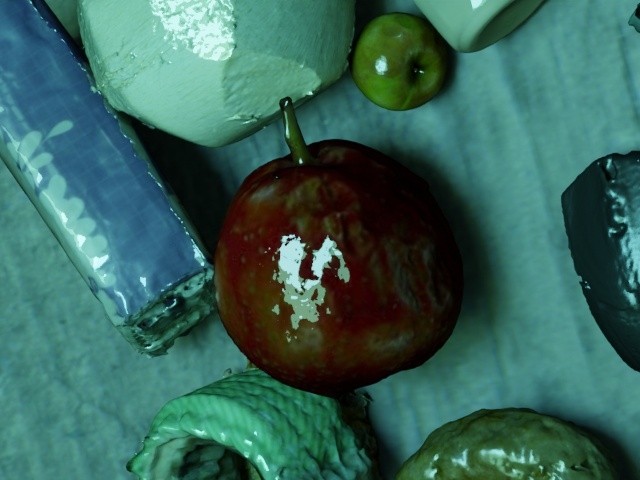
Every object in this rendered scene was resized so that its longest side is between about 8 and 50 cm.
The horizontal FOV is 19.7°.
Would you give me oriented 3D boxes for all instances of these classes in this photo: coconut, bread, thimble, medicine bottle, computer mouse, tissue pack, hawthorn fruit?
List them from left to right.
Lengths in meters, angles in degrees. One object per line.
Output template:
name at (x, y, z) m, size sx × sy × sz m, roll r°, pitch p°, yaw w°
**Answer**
tissue pack at (-0.222, -0.061, 1.777) m, size 0.125 × 0.242 × 0.343 m, roll -34°, pitch 81°, yaw -7°
coconut at (-0.083, -0.215, 1.648) m, size 0.247 × 0.245 × 0.245 m, roll -27°, pitch 86°, yaw 40°
thimble at (-0.064, 0.232, 1.744) m, size 0.219 × 0.150 × 0.219 m, roll 12°, pitch 110°, yaw 35°
hawthorn fruit at (0.000, 0.000, 1.635) m, size 0.210 × 0.230 × 0.266 m, roll -6°, pitch 116°, yaw 44°
medicine bottle at (0.088, -0.288, 1.602) m, size 0.252 × 0.114 × 0.114 m, roll 51°, pitch 122°, yaw 13°
bread at (0.179, 0.257, 1.665) m, size 0.230 × 0.123 × 0.230 m, roll 6°, pitch 103°, yaw 26°
computer mouse at (0.281, 0.029, 1.576) m, size 0.122 × 0.073 × 0.217 m, roll -17°, pitch 90°, yaw 35°

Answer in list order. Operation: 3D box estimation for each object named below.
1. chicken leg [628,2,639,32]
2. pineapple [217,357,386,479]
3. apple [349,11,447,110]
chicken leg at (0.348, -0.110, 1.518) m, size 0.106 × 0.051 × 0.253 m, roll -37°, pitch 78°, yaw 38°
pineapple at (-0.034, 0.199, 1.832) m, size 0.221 × 0.047 × 0.221 m, roll 8°, pitch 105°, yaw 32°
apple at (0.071, -0.161, 1.660) m, size 0.074 × 0.090 × 0.089 m, roll 17°, pitch 113°, yaw 62°
